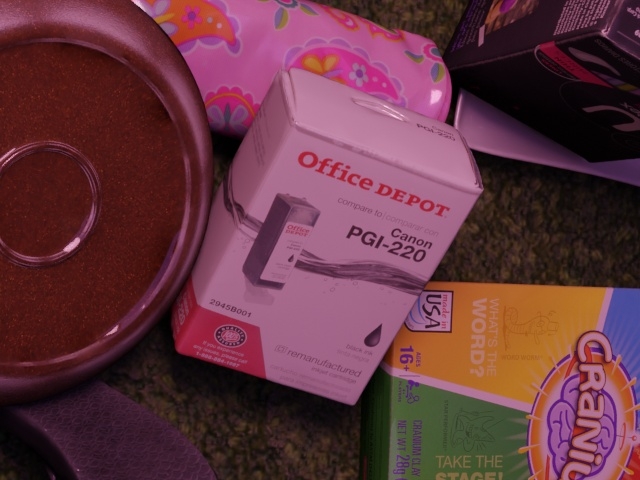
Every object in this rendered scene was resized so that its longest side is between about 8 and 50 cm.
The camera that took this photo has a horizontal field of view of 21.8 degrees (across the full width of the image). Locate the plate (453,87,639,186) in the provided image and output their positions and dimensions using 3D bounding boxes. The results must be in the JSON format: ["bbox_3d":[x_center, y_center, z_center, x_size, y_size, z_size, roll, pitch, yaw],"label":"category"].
[{"bbox_3d":[0.252,-0.186,1.417,0.278,0.045,0.277,12,85,-19],"label":"plate"}]

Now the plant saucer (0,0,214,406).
[{"bbox_3d":[-0.197,-0.028,1.130,0.310,0.050,0.311,-10,108,-32],"label":"plant saucer"}]

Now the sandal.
[{"bbox_3d":[-0.167,0.151,1.214,0.254,0.054,0.097,41,47,19],"label":"sandal"}]

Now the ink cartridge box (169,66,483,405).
[{"bbox_3d":[0.000,0.000,1.246,0.158,0.092,0.218,18,117,-19],"label":"ink cartridge box"}]

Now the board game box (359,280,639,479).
[{"bbox_3d":[0.190,0.154,1.383,0.316,0.064,0.242,2,89,-20],"label":"board game box"}]

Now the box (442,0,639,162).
[{"bbox_3d":[0.230,-0.159,1.241,0.165,0.270,0.143,28,81,-17],"label":"box"}]

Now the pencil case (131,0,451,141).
[{"bbox_3d":[-0.040,-0.135,1.276,0.284,0.124,0.124,14,85,-20],"label":"pencil case"}]
